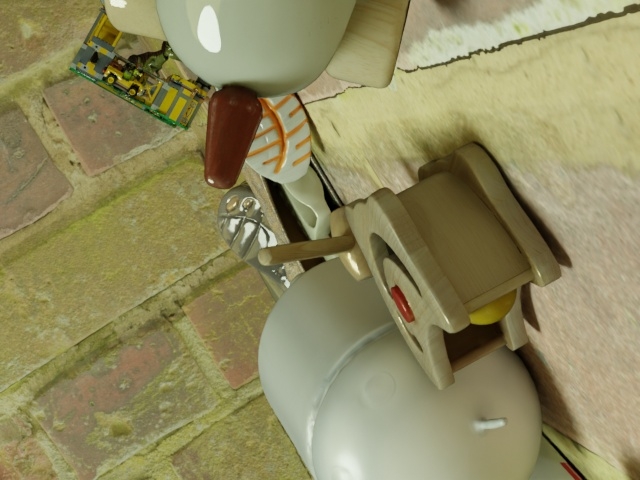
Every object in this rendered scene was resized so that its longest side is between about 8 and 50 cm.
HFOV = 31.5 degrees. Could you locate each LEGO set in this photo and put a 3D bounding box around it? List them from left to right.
[{"bbox_3d":[-0.266,-0.310,1.805,0.255,0.192,0.331,29,180,-6],"label":"LEGO set"}]

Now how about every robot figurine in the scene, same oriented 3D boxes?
[{"bbox_3d":[0.065,0.134,1.009,0.353,0.200,0.300,-133,46,-64],"label":"robot figurine"}]

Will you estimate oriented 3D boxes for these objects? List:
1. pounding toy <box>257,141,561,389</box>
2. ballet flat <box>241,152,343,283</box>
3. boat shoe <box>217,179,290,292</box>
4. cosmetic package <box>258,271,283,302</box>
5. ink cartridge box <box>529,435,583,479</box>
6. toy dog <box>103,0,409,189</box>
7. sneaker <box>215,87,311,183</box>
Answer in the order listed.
[{"bbox_3d":[0.058,0.040,0.800,0.154,0.155,0.269,62,174,-1],"label":"pounding toy"},{"bbox_3d":[0.000,0.000,1.347,0.316,0.107,0.106,57,160,0],"label":"ballet flat"},{"bbox_3d":[0.006,0.037,1.508,0.324,0.123,0.116,50,-151,-8],"label":"boat shoe"},{"bbox_3d":[0.020,0.121,1.719,0.309,0.113,0.160,52,171,51],"label":"cosmetic package"},{"bbox_3d":[0.226,0.309,1.069,0.237,0.100,0.172,62,173,-35],"label":"ink cartridge box"},{"bbox_3d":[-0.033,-0.138,0.480,0.333,0.220,0.161,55,-140,-61],"label":"toy dog"},{"bbox_3d":[-0.072,-0.163,1.244,0.215,0.084,0.083,63,-174,-12],"label":"sneaker"}]
